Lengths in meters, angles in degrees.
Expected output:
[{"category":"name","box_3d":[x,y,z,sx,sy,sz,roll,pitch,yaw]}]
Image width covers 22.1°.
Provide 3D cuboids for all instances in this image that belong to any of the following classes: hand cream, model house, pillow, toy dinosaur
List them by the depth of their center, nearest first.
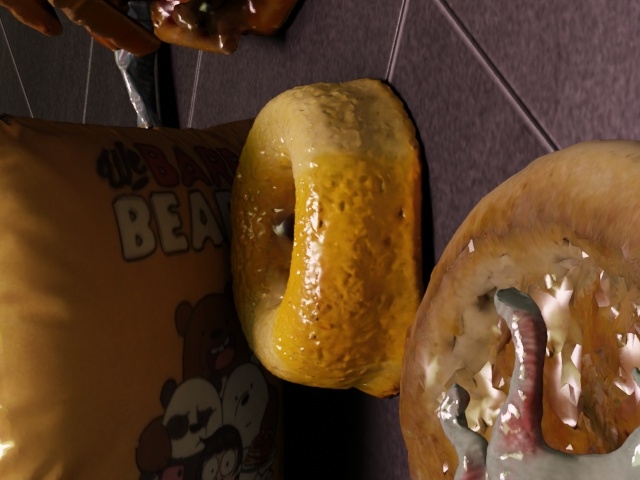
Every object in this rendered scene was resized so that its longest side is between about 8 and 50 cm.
[{"category":"toy dinosaur","box_3d":[0.094,0.101,0.566,0.242,0.053,0.167,180,91,-67]},{"category":"pillow","box_3d":[-0.114,0.070,1.026,0.119,0.310,0.312,-1,93,33]},{"category":"model house","box_3d":[-0.152,-0.204,1.088,0.220,0.229,0.199,118,140,-50]},{"category":"hand cream","box_3d":[-0.144,-0.153,1.377,0.075,0.052,0.248,38,-138,-87]}]

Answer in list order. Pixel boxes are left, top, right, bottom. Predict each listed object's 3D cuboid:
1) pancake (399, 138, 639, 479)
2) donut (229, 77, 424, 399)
[{"category":"pancake","box_3d":[0.124,0.155,0.655,0.382,0.071,0.382,178,90,-69]},{"category":"donut","box_3d":[-0.001,0.000,0.960,0.174,0.074,0.190,-136,47,-61]}]
